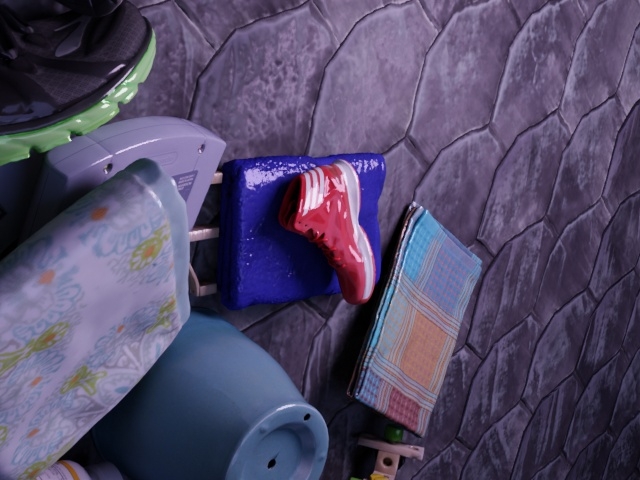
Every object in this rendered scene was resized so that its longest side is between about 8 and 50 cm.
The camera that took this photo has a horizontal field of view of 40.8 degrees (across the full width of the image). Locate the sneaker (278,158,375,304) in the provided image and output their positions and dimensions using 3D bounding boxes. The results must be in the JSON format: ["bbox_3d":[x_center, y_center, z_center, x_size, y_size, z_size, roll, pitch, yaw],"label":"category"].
[{"bbox_3d":[0.000,0.000,1.266,0.128,0.087,0.221,-16,98,-31],"label":"sneaker"}]

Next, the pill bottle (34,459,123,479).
[{"bbox_3d":[-0.362,0.350,1.108,0.208,0.118,0.117,-5,109,-44],"label":"pill bottle"}]

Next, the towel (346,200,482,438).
[{"bbox_3d":[0.183,0.151,1.569,0.271,0.040,0.370,38,66,-46],"label":"towel"}]

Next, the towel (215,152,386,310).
[{"bbox_3d":[-0.029,-0.021,1.329,0.308,0.076,0.227,-7,104,-42],"label":"towel"}]

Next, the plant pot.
[{"bbox_3d":[-0.136,0.259,1.195,0.272,0.255,0.271,-18,117,-39],"label":"plant pot"}]

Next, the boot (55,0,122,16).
[{"bbox_3d":[-0.289,-0.332,0.926,0.085,0.236,0.178,-55,-175,25],"label":"boot"}]

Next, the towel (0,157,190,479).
[{"bbox_3d":[-0.280,0.109,0.960,0.320,0.090,0.374,-45,163,-26],"label":"towel"}]

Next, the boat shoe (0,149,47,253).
[{"bbox_3d":[-0.414,-0.010,0.924,0.306,0.105,0.113,-52,131,-26],"label":"boat shoe"}]

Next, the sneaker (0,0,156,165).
[{"bbox_3d":[-0.368,-0.177,0.849,0.483,0.185,0.202,-29,122,-38],"label":"sneaker"}]

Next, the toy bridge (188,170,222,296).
[{"bbox_3d":[-0.174,-0.011,1.216,0.063,0.026,0.188,-11,113,-41],"label":"toy bridge"}]

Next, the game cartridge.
[{"bbox_3d":[-0.232,-0.051,1.025,0.294,0.060,0.196,-25,149,-60],"label":"game cartridge"}]

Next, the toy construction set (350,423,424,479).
[{"bbox_3d":[0.136,0.464,1.533,0.257,0.309,0.237,20,87,-55],"label":"toy construction set"}]
